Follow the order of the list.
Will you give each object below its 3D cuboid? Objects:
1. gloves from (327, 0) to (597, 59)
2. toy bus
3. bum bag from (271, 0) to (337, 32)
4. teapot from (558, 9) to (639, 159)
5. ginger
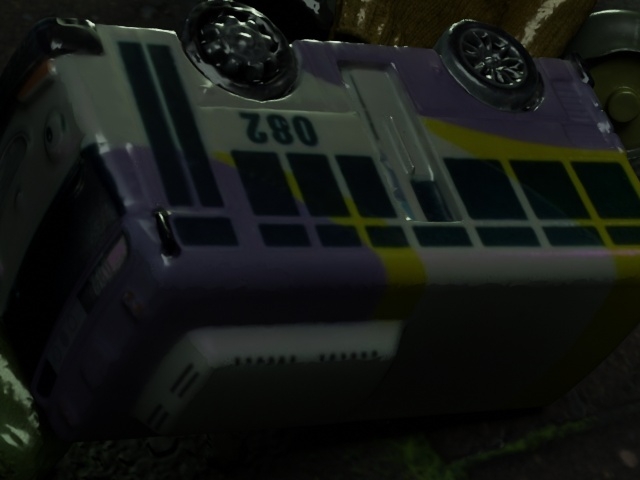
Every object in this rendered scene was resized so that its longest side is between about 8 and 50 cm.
[{"bbox_3d":[0.131,-0.221,1.332,0.203,0.155,0.356,40,72,2],"label":"gloves"},{"bbox_3d":[0.000,0.000,1.069,0.439,0.209,0.249,0,54,-33],"label":"toy bus"},{"bbox_3d":[-0.075,-0.287,1.402,0.340,0.095,0.144,35,43,1],"label":"bum bag"},{"bbox_3d":[0.263,-0.116,1.343,0.166,0.130,0.119,47,15,-13],"label":"teapot"},{"bbox_3d":[-0.265,0.053,1.082,0.137,0.089,0.290,-34,70,-6],"label":"ginger"}]
